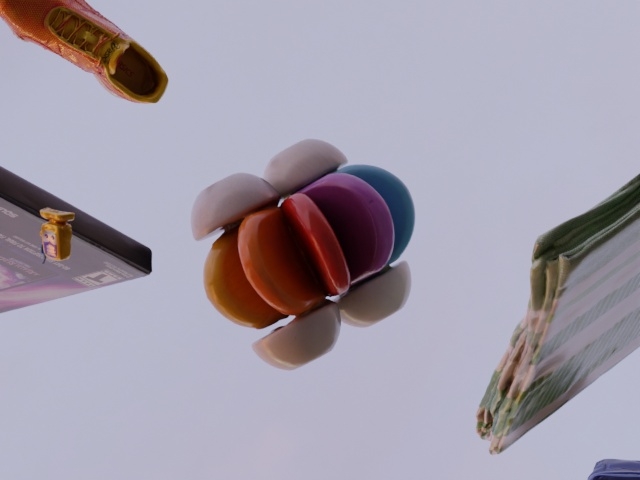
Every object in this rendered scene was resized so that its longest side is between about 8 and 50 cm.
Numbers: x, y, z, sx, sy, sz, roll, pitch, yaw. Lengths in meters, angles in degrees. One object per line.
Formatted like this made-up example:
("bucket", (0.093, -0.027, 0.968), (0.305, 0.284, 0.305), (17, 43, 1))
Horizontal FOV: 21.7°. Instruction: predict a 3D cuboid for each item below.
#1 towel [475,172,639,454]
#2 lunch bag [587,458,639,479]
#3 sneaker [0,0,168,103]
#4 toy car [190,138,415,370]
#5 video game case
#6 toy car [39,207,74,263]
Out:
("towel", (0.233, 0.030, 1.294), (0.248, 0.038, 0.325), (-33, -24, -20))
("lunch bag", (0.299, 0.247, 1.574), (0.098, 0.065, 0.067), (-1, -80, 16))
("sneaker", (-0.200, -0.177, 1.424), (0.175, 0.067, 0.064), (30, -98, -31))
("toy car", (0.000, 0.000, 1.307), (0.182, 0.136, 0.159), (-28, -92, -35))
("video game case", (-0.287, 0.013, 1.188), (0.274, 0.026, 0.196), (-15, -27, 28))
("toy car", (-0.207, 0.003, 0.969), (0.122, 0.060, 0.040), (6, -74, 21))
